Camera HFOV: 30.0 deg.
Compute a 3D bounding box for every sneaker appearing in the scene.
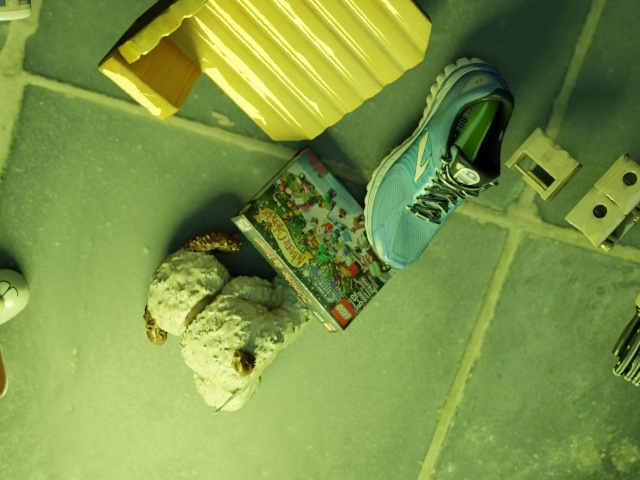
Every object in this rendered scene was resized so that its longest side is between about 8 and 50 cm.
[{"bbox_3d":[0.173,-0.100,1.731,0.129,0.147,0.330,19,107,-24],"label":"sneaker"}]

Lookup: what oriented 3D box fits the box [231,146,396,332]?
[{"bbox_3d":[0.000,0.000,1.778,0.233,0.044,0.159,49,63,-13],"label":"box"}]

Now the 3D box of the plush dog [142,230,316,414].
[{"bbox_3d":[-0.163,0.113,1.792,0.225,0.210,0.262,41,103,12],"label":"plush dog"}]

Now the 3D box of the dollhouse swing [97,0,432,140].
[{"bbox_3d":[-0.041,-0.255,1.578,0.347,0.315,0.305,-34,108,19],"label":"dollhouse swing"}]

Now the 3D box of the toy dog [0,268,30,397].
[{"bbox_3d":[-0.577,0.194,1.804,0.220,0.161,0.334,17,105,-6],"label":"toy dog"}]

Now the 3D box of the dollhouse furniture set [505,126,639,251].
[{"bbox_3d":[0.397,-0.094,1.781,0.183,0.129,0.129,45,102,18],"label":"dollhouse furniture set"}]

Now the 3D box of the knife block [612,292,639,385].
[{"bbox_3d":[0.539,0.085,1.834,0.242,0.088,0.276,-19,106,4],"label":"knife block"}]

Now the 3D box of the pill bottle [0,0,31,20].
[{"bbox_3d":[-0.459,-0.395,1.669,0.094,0.094,0.169,-3,107,0],"label":"pill bottle"}]
